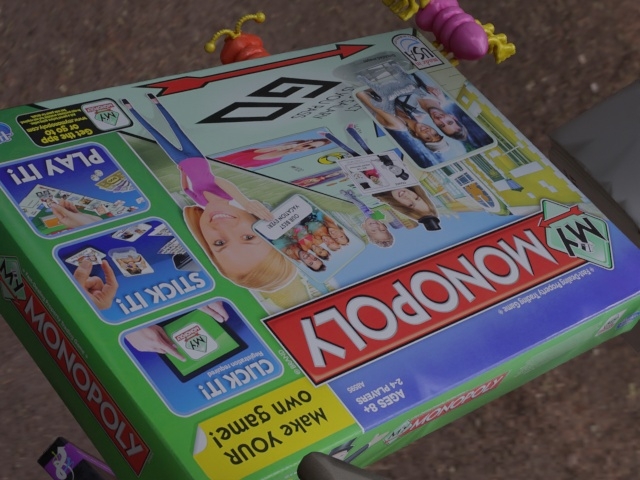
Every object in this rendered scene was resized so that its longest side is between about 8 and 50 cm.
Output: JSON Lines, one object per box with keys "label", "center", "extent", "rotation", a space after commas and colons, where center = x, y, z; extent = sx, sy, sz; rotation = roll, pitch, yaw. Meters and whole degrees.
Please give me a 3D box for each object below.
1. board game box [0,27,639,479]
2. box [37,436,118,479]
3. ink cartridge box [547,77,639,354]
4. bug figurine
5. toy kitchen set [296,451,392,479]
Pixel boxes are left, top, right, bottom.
{"label": "board game box", "center": [0.000, 0.000, 0.645], "extent": [0.317, 0.046, 0.213], "rotation": [-19, 58, -42]}
{"label": "box", "center": [-0.122, 0.214, 0.955], "extent": [0.162, 0.116, 0.029], "rotation": [38, 82, 27]}
{"label": "ink cartridge box", "center": [0.341, -0.047, 0.932], "extent": [0.306, 0.131, 0.226], "rotation": [-33, 131, -3]}
{"label": "bug figurine", "center": [0.043, -0.186, 1.221], "extent": [0.279, 0.216, 0.072], "rotation": [-36, 142, -11]}
{"label": "toy kitchen set", "center": [-0.009, 0.157, 0.534], "extent": [0.122, 0.207, 0.166], "rotation": [31, 90, -17]}
